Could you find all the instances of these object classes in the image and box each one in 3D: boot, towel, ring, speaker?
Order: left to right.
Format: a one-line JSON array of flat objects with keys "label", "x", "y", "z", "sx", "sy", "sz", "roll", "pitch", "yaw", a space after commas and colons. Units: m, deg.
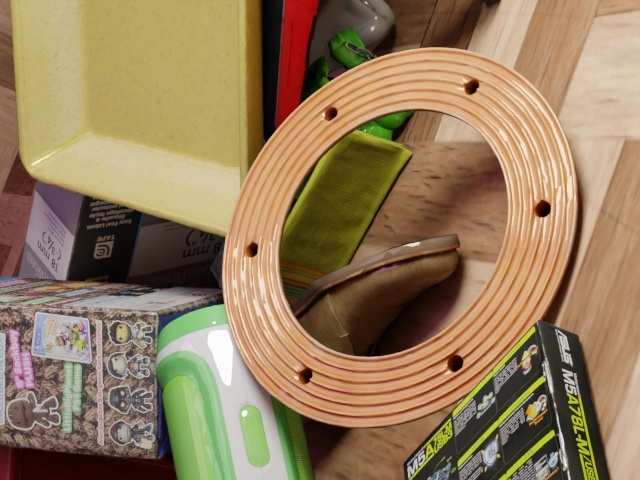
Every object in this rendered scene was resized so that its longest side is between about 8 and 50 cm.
[{"label": "speaker", "x": -0.064, "y": 0.210, "z": 1.315, "sx": 0.131, "sy": 0.131, "sz": 0.297, "roll": -44, "pitch": 51, "yaw": 46}, {"label": "towel", "x": 0.000, "y": 0.000, "z": 1.505, "sx": 0.021, "sy": 0.102, "sz": 0.237, "roll": 44, "pitch": 112, "yaw": 41}, {"label": "boot", "x": 0.033, "y": 0.085, "z": 1.388, "sx": 0.305, "sy": 0.112, "sz": 0.115, "roll": -36, "pitch": 68, "yaw": 46}, {"label": "ring", "x": 0.062, "y": -0.005, "z": 1.262, "sx": 0.336, "sy": 0.032, "sz": 0.337, "roll": -14, "pitch": 63, "yaw": 29}]

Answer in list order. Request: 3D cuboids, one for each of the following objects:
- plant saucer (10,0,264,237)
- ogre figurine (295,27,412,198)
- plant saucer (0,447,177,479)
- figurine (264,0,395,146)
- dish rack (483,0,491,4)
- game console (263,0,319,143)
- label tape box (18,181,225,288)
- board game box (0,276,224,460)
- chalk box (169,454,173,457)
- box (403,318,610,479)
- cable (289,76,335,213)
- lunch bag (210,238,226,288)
[{"label": "plant saucer", "x": -0.167, "y": -0.198, "z": 1.473, "sx": 0.332, "sy": 0.081, "sz": 0.333, "roll": 17, "pitch": 115, "yaw": 39}, {"label": "ogre figurine", "x": 0.018, "y": -0.113, "z": 1.538, "sx": 0.197, "sy": 0.118, "sz": 0.097, "roll": -67, "pitch": 26, "yaw": 7}, {"label": "plant saucer", "x": -0.217, "y": 0.289, "z": 1.511, "sx": 0.259, "sy": 0.258, "sz": 0.048, "roll": -101, "pitch": 29, "yaw": -54}, {"label": "figurine", "x": -0.015, "y": -0.225, "z": 1.717, "sx": 0.209, "sy": 0.092, "sz": 0.215, "roll": -49, "pitch": 25, "yaw": 26}, {"label": "dish rack", "x": 0.070, "y": -0.317, "z": 1.508, "sx": 0.271, "sy": 0.208, "sz": 0.074, "roll": -116, "pitch": 41, "yaw": -61}, {"label": "game console", "x": -0.065, "y": -0.323, "z": 1.527, "sx": 0.386, "sy": 0.060, "sz": 0.342, "roll": -112, "pitch": 28, "yaw": -56}, {"label": "label tape box", "x": -0.221, "y": 0.014, "z": 1.776, "sx": 0.106, "sy": 0.240, "sz": 0.334, "roll": 45, "pitch": 132, "yaw": 35}, {"label": "board game box", "x": -0.251, "y": 0.122, "z": 1.537, "sx": 0.232, "sy": 0.291, "sz": 0.141, "roll": -12, "pitch": -77, "yaw": -71}, {"label": "chalk box", "x": -0.268, "y": 0.293, "z": 1.742, "sx": 0.179, "sy": 0.180, "sz": 0.289, "roll": -59, "pitch": 22, "yaw": 20}, {"label": "box", "x": 0.131, "y": 0.185, "z": 1.094, "sx": 0.191, "sy": 0.045, "sz": 0.184, "roll": -53, "pitch": 24, "yaw": 34}, {"label": "cable", "x": -0.021, "y": -0.095, "z": 1.724, "sx": 0.150, "sy": 0.047, "sz": 0.185, "roll": -6, "pitch": 60, "yaw": 61}, {"label": "lunch bag", "x": -0.087, "y": 0.026, "z": 1.743, "sx": 0.071, "sy": 0.053, "sz": 0.083, "roll": -62, "pitch": 31, "yaw": 18}]
